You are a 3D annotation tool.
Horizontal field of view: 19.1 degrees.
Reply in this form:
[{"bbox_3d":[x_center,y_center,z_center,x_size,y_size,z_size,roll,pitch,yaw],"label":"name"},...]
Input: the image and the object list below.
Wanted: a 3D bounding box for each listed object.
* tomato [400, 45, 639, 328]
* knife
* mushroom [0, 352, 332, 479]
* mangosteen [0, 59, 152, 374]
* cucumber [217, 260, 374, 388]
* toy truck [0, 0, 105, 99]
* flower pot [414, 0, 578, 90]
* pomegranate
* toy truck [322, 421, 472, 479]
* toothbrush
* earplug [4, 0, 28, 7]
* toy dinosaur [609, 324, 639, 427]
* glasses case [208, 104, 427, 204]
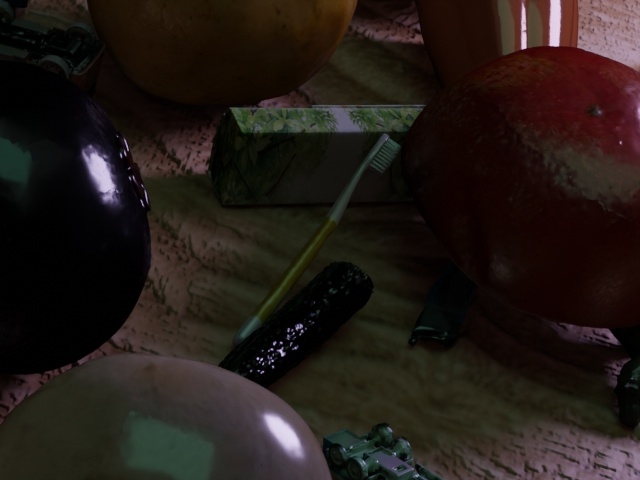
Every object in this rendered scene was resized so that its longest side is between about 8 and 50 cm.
[{"bbox_3d":[0.248,-0.076,1.816,0.338,0.144,0.338,10,43,-9],"label":"tomato"},{"bbox_3d":[0.146,0.017,1.896,0.044,0.026,0.296,13,38,12],"label":"knife"},{"bbox_3d":[-0.130,0.211,1.372,0.297,0.297,0.290,8,17,-13],"label":"mushroom"},{"bbox_3d":[-0.294,-0.006,1.596,0.302,0.275,0.275,-23,46,3],"label":"mangosteen"},{"bbox_3d":[-0.031,0.090,1.714,0.214,0.058,0.052,-41,101,-44],"label":"cucumber"},{"bbox_3d":[-0.313,-0.177,1.889,0.192,0.092,0.083,16,38,9],"label":"toy truck"},{"bbox_3d":[0.200,-0.216,2.080,0.190,0.190,0.173,8,48,-14],"label":"flower pot"},{"bbox_3d":[-0.098,-0.269,1.938,0.307,0.307,0.307,11,40,-10],"label":"pomegranate"},{"bbox_3d":[0.067,0.221,1.602,0.067,0.081,0.175,-18,33,-38],"label":"toy truck"},{"bbox_3d":[0.000,0.000,1.799,0.024,0.021,0.288,32,58,6],"label":"toothbrush"},{"bbox_3d":[-0.436,-0.323,1.983,0.273,0.132,0.132,5,41,-12],"label":"earplug"},{"bbox_3d":[0.275,0.081,1.825,0.179,0.087,0.187,13,38,-9],"label":"toy dinosaur"},{"bbox_3d":[0.029,-0.090,1.918,0.272,0.095,0.062,-1,39,-24],"label":"glasses case"}]
